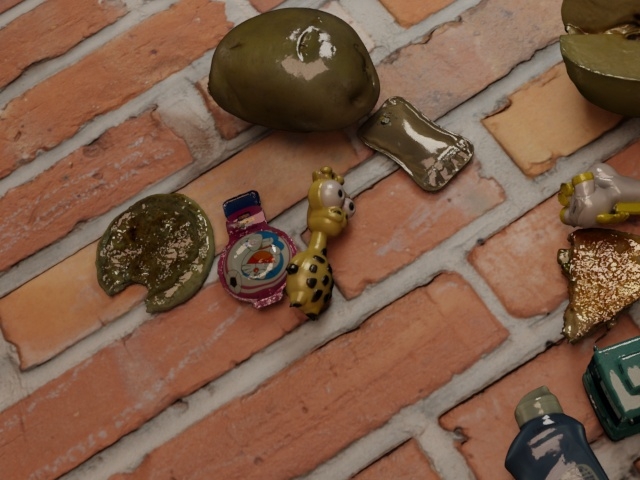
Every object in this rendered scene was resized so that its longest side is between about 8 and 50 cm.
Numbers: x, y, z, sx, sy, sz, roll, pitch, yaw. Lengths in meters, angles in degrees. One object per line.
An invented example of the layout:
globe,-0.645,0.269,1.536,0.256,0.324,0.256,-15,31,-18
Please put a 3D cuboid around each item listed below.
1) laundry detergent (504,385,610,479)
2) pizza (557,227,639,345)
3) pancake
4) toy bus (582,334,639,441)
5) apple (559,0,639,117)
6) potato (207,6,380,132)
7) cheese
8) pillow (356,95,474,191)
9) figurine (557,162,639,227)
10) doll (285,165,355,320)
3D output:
laundry detergent,0.360,0.361,1.327,0.143,0.094,0.289,-22,57,10
pizza,0.464,0.073,1.451,0.147,0.069,0.226,-8,53,21
pancake,-0.316,0.016,1.697,0.254,0.037,0.253,-6,63,12
toy bus,0.534,0.195,1.331,0.256,0.147,0.128,-20,59,3
apple,0.563,-0.356,1.556,0.258,0.233,0.295,-4,77,26
potato,-0.051,-0.326,1.699,0.326,0.221,0.243,17,71,26
cheese,-0.124,0.013,1.636,0.155,0.062,0.244,-20,60,6
pillow,0.178,-0.186,1.678,0.130,0.033,0.217,-45,62,-9
figurine,0.490,-0.073,1.509,0.178,0.109,0.130,-23,41,-39
doll,0.001,0.000,1.587,0.086,0.117,0.291,-5,58,35
